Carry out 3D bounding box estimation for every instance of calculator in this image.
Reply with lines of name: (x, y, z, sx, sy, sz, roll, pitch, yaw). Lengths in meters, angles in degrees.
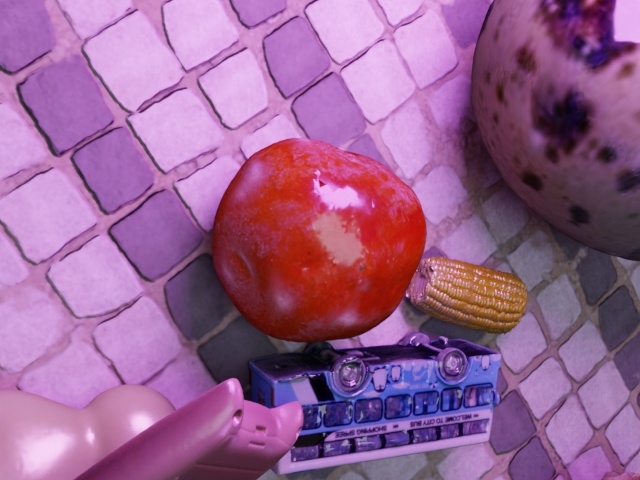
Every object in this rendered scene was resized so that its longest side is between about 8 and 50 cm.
calculator: (-0.170, 0.250, 0.675, 0.329, 0.220, 0.048, -35, 63, 6)

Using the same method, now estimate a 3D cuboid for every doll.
doll: (-0.259, 0.208, 0.695, 0.296, 0.141, 0.117, 3, 133, -37)

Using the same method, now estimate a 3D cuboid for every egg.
egg: (0.371, -0.161, 0.842, 0.428, 0.345, 0.345, 43, 76, -24)

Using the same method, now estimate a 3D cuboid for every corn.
corn: (0.190, 0.069, 0.922, 0.165, 0.063, 0.085, 18, 109, -24)

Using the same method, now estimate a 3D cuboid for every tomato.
tomato: (-0.001, 0.004, 0.761, 0.231, 0.188, 0.232, -2, 94, -22)

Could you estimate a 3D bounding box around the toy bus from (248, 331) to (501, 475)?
toy bus: (0.068, 0.186, 0.851, 0.297, 0.106, 0.131, 0, 95, -23)

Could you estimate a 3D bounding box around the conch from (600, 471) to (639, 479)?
conch: (0.416, 0.490, 0.971, 0.352, 0.209, 0.297, -66, 152, -45)
